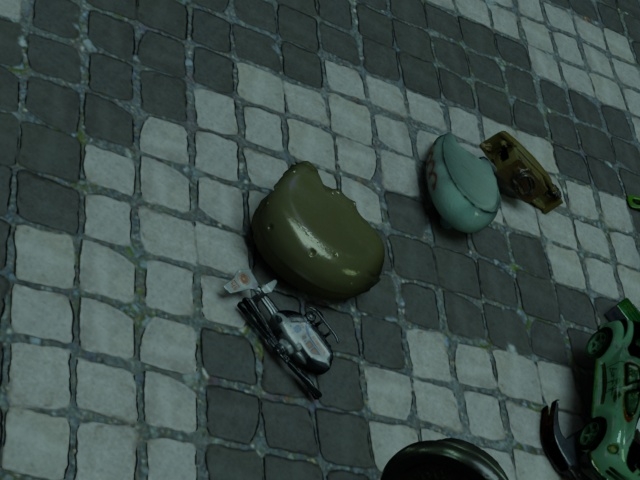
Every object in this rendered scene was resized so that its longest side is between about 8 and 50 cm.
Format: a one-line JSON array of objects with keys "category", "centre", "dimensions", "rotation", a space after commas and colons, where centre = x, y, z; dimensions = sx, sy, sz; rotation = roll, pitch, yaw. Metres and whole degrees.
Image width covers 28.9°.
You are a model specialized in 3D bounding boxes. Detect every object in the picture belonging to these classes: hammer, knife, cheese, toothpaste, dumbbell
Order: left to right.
[{"category": "cheese", "centre": [0.000, 0.000, 1.725], "dimensions": [0.202, 0.091, 0.175], "rotation": [42, 41, -6]}, {"category": "dumbbell", "centre": [0.124, 0.357, 1.461], "dimensions": [0.192, 0.192, 0.290], "rotation": [45, 40, 0]}, {"category": "hammer", "centre": [0.435, 0.277, 1.892], "dimensions": [0.290, 0.037, 0.137], "rotation": [-20, 73, -45]}, {"category": "toothpaste", "centre": [0.547, 0.179, 2.061], "dimensions": [0.043, 0.037, 0.178], "rotation": [-28, 77, -44]}, {"category": "knife", "centre": [0.645, -0.055, 2.340], "dimensions": [0.166, 0.022, 0.078], "rotation": [20, 42, -27]}]

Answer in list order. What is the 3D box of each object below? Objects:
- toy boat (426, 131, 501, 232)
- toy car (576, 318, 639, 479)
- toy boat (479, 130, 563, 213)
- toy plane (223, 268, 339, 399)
[{"category": "toy boat", "centre": [0.222, -0.085, 1.998], "dimensions": [0.134, 0.079, 0.207], "rotation": [34, 31, -23]}, {"category": "toy car", "centre": [0.477, 0.235, 1.838], "dimensions": [0.136, 0.125, 0.306], "rotation": [33, 47, -16]}, {"category": "toy boat", "centre": [0.342, -0.111, 2.083], "dimensions": [0.200, 0.057, 0.077], "rotation": [40, 26, -35]}, {"category": "toy plane", "centre": [-0.044, 0.113, 1.629], "dimensions": [0.197, 0.053, 0.078], "rotation": [51, 50, 1]}]
